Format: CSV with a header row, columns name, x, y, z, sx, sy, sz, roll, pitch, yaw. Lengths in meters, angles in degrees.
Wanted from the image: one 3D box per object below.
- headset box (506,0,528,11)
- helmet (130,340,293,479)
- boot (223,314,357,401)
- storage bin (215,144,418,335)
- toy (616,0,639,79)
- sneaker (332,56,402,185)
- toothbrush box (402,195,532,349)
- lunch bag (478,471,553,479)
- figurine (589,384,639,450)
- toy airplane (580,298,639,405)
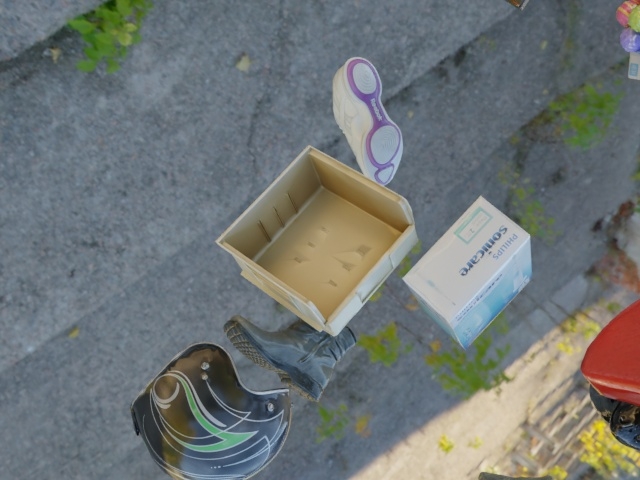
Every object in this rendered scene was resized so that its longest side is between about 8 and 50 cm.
name,x,y,z,sx,sy,sz,roll,pitch,yaw
headset box,0.394,-0.506,1.436,0.083,0.062,0.032,-56,163,20
helmet,-0.123,0.211,0.868,0.169,0.161,0.169,-43,172,-8
boot,-0.054,0.173,1.363,0.246,0.083,0.161,42,66,-22
storage bin,0.000,0.000,1.346,0.262,0.260,0.123,-47,147,-16
toy,0.549,-0.396,1.257,0.056,0.137,0.237,0,107,-1
sneaker,0.106,-0.278,1.751,0.114,0.152,0.305,-16,94,-24
toothbrush box,0.299,0.074,1.436,0.216,0.126,0.295,-47,157,-1
lunch bag,0.353,0.596,1.275,0.235,0.168,0.287,-59,151,-76
figurine,0.430,0.217,0.843,0.209,0.214,0.092,-17,122,-72
toy airplane,0.450,0.052,0.567,0.384,0.273,0.386,8,150,-4
